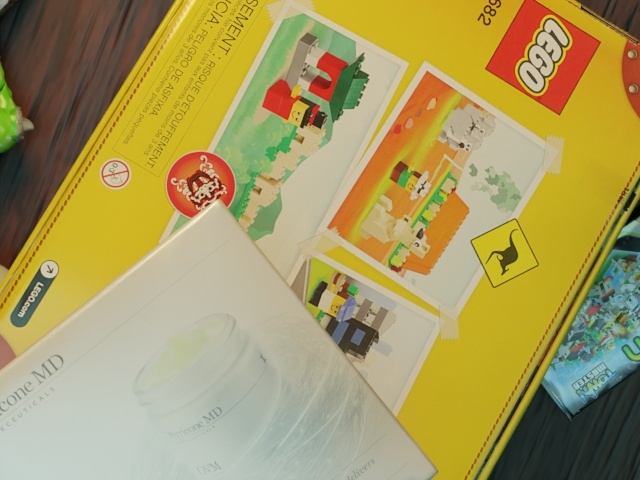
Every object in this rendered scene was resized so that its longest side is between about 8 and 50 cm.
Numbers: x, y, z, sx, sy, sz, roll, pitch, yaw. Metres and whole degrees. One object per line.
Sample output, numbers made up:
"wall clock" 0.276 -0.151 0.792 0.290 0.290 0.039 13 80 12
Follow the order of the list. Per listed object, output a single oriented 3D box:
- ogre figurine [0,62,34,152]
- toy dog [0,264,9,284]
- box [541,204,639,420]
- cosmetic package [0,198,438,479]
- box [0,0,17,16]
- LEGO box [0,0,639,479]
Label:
"ogre figurine" -0.328 -0.090 1.269 0.118 0.097 0.197 44 62 7
"toy dog" -0.241 0.193 1.286 0.220 0.161 0.334 6 83 -9
"box" 0.266 0.050 1.310 0.207 0.036 0.114 -37 96 4
"cosmetic package" -0.088 0.132 0.970 0.224 0.138 0.225 -39 90 -10
"box" -0.315 -0.239 1.259 0.137 0.027 0.094 41 63 -4
"LEGO box" 0.000 0.000 1.164 0.372 0.193 0.500 31 81 -5
